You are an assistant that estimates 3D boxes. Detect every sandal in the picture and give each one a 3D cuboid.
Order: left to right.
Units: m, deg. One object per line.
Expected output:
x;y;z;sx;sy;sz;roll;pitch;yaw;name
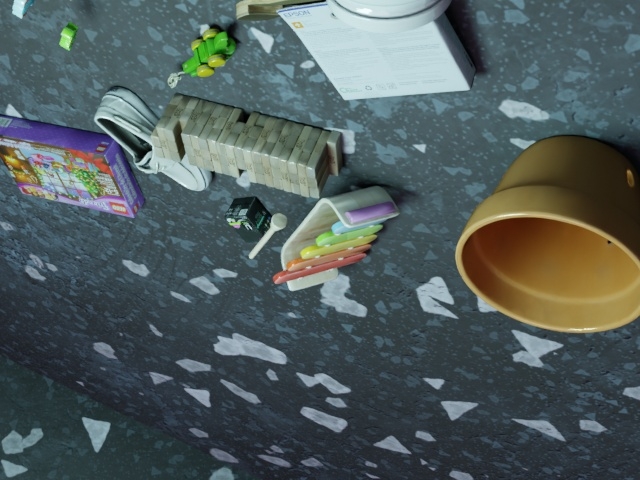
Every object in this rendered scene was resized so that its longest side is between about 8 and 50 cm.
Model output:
-0.051;-0.371;1.339;0.088;0.079;0.240;-7;-173;-35;sandal

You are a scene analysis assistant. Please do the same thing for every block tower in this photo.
-0.133;-0.168;1.664;0.335;0.097;0.091;14;147;14;block tower

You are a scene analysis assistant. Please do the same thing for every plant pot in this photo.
0.374;-0.021;1.445;0.290;0.203;0.291;16;146;11;plant pot

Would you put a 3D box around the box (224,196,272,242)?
-0.141;-0.041;1.891;0.062;0.052;0.083;-3;140;38;box

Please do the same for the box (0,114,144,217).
-0.534;-0.155;1.976;0.293;0.057;0.201;12;146;19;box

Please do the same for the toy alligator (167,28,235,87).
-0.189;-0.299;1.554;0.051;0.056;0.189;-5;167;-38;toy alligator

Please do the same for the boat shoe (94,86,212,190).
-0.318;-0.172;1.782;0.096;0.088;0.267;-9;135;41;boat shoe

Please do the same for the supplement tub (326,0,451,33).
0.077;-0.401;1.098;0.191;0.191;0.272;14;146;16;supplement tub

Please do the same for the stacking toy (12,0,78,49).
-0.454;-0.389;1.449;0.167;0.052;0.221;29;151;-7;stacking toy

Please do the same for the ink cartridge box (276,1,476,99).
0.084;-0.291;1.356;0.223;0.045;0.224;1;153;32;ink cartridge box

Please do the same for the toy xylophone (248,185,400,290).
0.000;0.000;1.739;0.081;0.236;0.323;67;159;16;toy xylophone
